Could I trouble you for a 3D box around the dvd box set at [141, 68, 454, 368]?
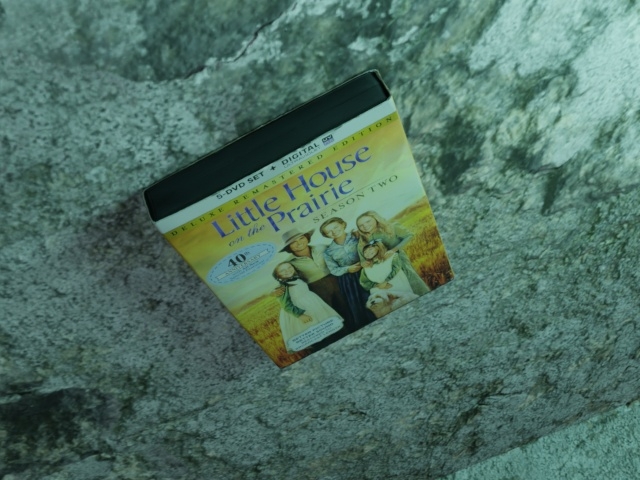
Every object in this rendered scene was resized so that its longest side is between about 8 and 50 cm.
[{"bbox_3d":[0.000,0.000,1.070,0.307,0.062,0.420,-27,144,1],"label":"dvd box set"}]
